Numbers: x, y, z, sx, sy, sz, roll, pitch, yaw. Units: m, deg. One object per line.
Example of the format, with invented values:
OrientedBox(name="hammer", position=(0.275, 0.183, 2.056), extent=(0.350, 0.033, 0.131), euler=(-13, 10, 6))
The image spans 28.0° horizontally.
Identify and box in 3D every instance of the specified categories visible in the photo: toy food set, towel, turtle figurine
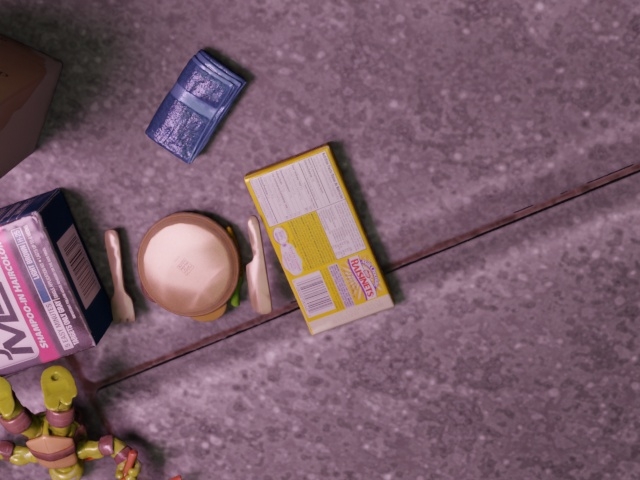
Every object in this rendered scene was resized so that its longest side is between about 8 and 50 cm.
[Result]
OrientedBox(name="toy food set", position=(-0.151, 0.031, 1.487), extent=(0.192, 0.038, 0.133), euler=(-4, 101, 11))
OrientedBox(name="towel", position=(-0.140, -0.148, 1.427), extent=(0.067, 0.029, 0.119), euler=(34, 108, -6))
OrientedBox(name="turtle figurine", position=(-0.304, 0.231, 1.513), extent=(0.269, 0.087, 0.217), euler=(1, 141, 7))

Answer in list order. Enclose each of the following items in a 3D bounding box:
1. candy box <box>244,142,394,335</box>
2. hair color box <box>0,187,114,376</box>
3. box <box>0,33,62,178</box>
OrientedBox(name="candy box", position=(0.000, 0.000, 1.466), extent=(0.105, 0.027, 0.206), euler=(-20, 106, 8))
OrientedBox(name="hair color box", position=(-0.435, 0.082, 1.485), extent=(0.347, 0.105, 0.174), euler=(-18, 105, 11))
OrientedBox(name="box", position=(-0.384, -0.128, 1.304), extent=(0.148, 0.311, 0.121), euler=(23, 108, -4))
